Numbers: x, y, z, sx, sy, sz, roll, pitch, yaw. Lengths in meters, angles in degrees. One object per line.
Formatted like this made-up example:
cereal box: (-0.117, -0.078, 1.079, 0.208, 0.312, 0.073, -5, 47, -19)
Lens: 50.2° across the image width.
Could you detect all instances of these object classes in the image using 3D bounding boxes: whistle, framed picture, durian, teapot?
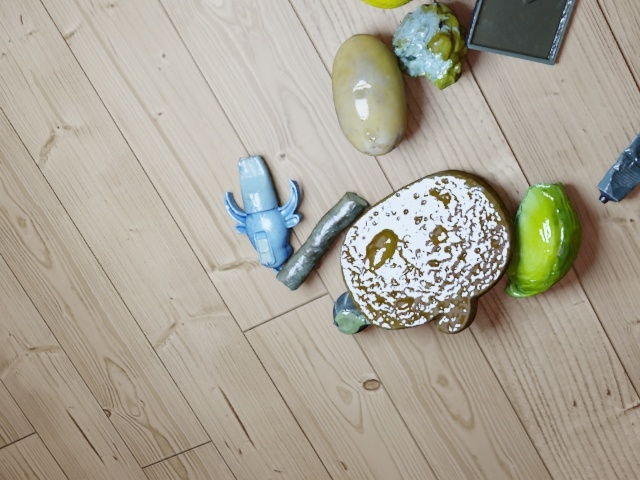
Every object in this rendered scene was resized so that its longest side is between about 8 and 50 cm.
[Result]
whistle: (-0.122, -0.055, 1.496, 0.180, 0.093, 0.269, -7, 100, 24)
framed picture: (0.374, -0.456, 1.200, 0.192, 0.018, 0.265, 6, 113, -20)
durian: (0.438, 0.007, 1.349, 0.139, 0.101, 0.250, 23, 118, 46)
teapot: (0.079, 0.158, 1.501, 0.124, 0.091, 0.092, -41, 95, 24)

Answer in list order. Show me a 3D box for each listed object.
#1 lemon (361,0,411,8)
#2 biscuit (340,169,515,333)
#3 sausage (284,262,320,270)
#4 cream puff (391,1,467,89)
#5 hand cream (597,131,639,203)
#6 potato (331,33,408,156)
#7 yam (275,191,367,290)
lemon: (0.114, -0.514, 1.225, 0.193, 0.180, 0.181, 16, 112, 11)
biscuit: (0.222, 0.039, 1.390, 0.367, 0.063, 0.314, -31, 81, 20)
sausage: (-0.042, 0.058, 1.533, 0.083, 0.034, 0.034, -16, 103, 18)
cream puff: (0.214, -0.361, 1.282, 0.156, 0.156, 0.121, 35, 71, 2)
hand cream: (0.609, -0.164, 1.263, 0.075, 0.052, 0.248, 39, 114, 0)
potato: (0.093, -0.278, 1.315, 0.150, 0.146, 0.234, -10, 105, 31)
yam: (0.000, 0.000, 1.468, 0.061, 0.061, 0.253, 40, 103, 0)
